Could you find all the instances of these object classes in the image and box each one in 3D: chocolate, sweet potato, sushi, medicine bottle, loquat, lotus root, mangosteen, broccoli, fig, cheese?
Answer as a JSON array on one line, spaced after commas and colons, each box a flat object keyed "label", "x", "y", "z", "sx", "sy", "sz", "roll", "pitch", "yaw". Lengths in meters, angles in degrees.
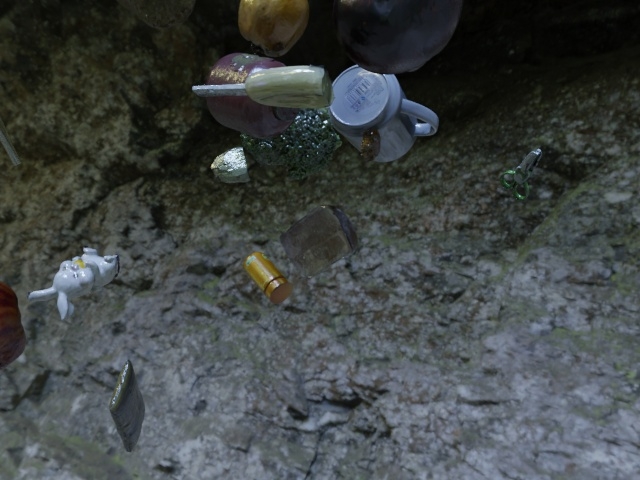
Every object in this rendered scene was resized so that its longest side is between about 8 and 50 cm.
[{"label": "chocolate", "x": 0.000, "y": 0.000, "z": 1.567, "sx": 0.303, "sy": 0.100, "sz": 0.185, "roll": -33, "pitch": -92, "yaw": 45}, {"label": "sweet potato", "x": -0.460, "y": -0.646, "z": 1.125, "sx": 0.370, "sy": 0.158, "sz": 0.157, "roll": 44, "pitch": -24, "yaw": 9}, {"label": "sushi", "x": 0.136, "y": -0.263, "z": 1.361, "sx": 0.062, "sy": 0.060, "sz": 0.117, "roll": 26, "pitch": -38, "yaw": 38}, {"label": "medicine bottle", "x": -0.190, "y": 0.129, "z": 1.723, "sx": 0.192, "sy": 0.096, "sz": 0.096, "roll": 42, "pitch": -12, "yaw": 37}, {"label": "loquat", "x": -0.123, "y": -0.599, "z": 1.297, "sx": 0.176, "sy": 0.234, "sz": 0.187, "roll": 24, "pitch": -2, "yaw": 42}, {"label": "lotus root", "x": -0.348, "y": -0.286, "z": 1.876, "sx": 0.070, "sy": 0.144, "sz": 0.143, "roll": 125, "pitch": -56, "yaw": -76}, {"label": "mangosteen", "x": 0.180, "y": -0.512, "z": 1.099, "sx": 0.297, "sy": 0.297, "sz": 0.293, "roll": 2, "pitch": -41, "yaw": 41}, {"label": "broccoli", "x": -0.079, "y": -0.314, "z": 1.332, "sx": 0.236, "sy": 0.260, "sz": 0.287, "roll": -12, "pitch": -75, "yaw": 40}, {"label": "fig", "x": -0.447, "y": 0.121, "z": 0.616, "sx": 0.128, "sy": 0.150, "sz": 0.128, "roll": 41, "pitch": -15, "yaw": 13}, {"label": "cheese", "x": -0.106, "y": -0.270, "z": 0.864, "sx": 0.252, "sy": 0.054, "sz": 0.127, "roll": 1, "pitch": 0, "yaw": 11}]

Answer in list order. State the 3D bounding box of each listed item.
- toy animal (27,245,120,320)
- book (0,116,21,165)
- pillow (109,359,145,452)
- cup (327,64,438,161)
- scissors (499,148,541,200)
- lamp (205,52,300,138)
[{"label": "toy animal", "x": -0.404, "y": 0.063, "z": 0.809, "sx": 0.071, "sy": 0.124, "sz": 0.085, "roll": 32, "pitch": -65, "yaw": 6}, {"label": "book", "x": -0.487, "y": -0.226, "z": 0.690, "sx": 0.192, "sy": 0.013, "sz": 0.168, "roll": 61, "pitch": -25, "yaw": 8}, {"label": "pillow", "x": -0.395, "y": 0.345, "z": 1.005, "sx": 0.038, "sy": 0.113, "sz": 0.203, "roll": 5, "pitch": -44, "yaw": -4}, {"label": "cup", "x": 0.212, "y": -0.406, "z": 1.579, "sx": 0.323, "sy": 0.236, "sz": 0.327, "roll": 9, "pitch": -5, "yaw": 23}, {"label": "scissors", "x": 0.582, "y": -0.196, "z": 1.393, "sx": 0.101, "sy": 0.027, "sz": 0.204, "roll": 48, "pitch": -18, "yaw": 20}, {"label": "lamp", "x": -0.150, "y": -0.325, "z": 1.087, "sx": 0.258, "sy": 0.180, "sz": 0.180, "roll": 28, "pitch": -20, "yaw": 37}]
